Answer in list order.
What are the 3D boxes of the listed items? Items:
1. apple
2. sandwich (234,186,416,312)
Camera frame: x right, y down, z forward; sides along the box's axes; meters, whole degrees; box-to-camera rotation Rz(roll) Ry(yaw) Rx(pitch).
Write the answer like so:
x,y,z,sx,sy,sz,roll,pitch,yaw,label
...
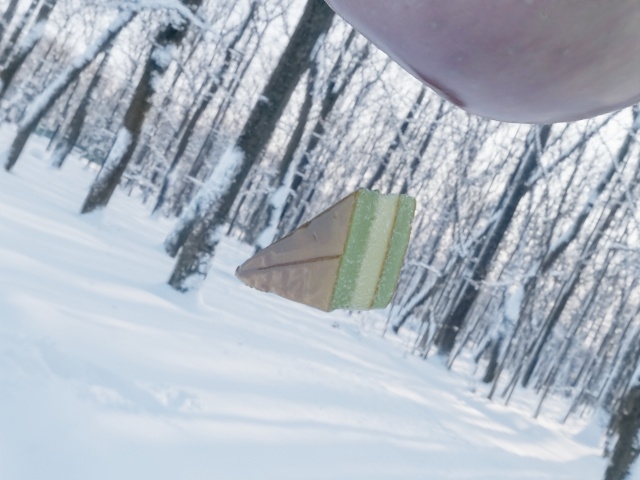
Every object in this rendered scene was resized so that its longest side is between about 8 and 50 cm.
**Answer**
x,y,z,sx,sy,sz,roll,pitch,yaw,label
0.134,-0.220,0.433,0.306,0.235,0.305,23,46,-25,apple
0.000,0.000,0.812,0.187,0.144,0.117,14,5,43,sandwich
